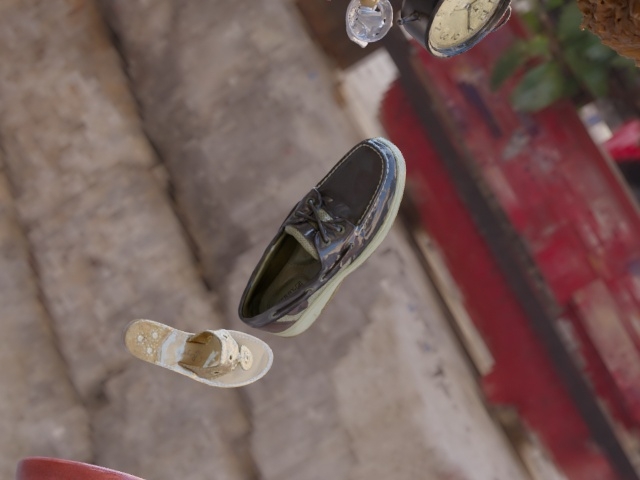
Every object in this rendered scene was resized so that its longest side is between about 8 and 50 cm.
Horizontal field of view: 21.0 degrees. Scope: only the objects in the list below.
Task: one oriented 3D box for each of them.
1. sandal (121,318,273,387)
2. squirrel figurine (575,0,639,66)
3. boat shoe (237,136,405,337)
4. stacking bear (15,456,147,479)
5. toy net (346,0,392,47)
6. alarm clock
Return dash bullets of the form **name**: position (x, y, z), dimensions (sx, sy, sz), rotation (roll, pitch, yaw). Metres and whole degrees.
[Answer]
- **sandal**: position (-0.170, 0.169, 2.527), dimensions (0.240, 0.088, 0.079), rotation (14, -1, -23)
- **squirrel figurine**: position (0.285, -0.238, 1.215), dimensions (0.397, 0.281, 0.370), rotation (21, -7, 42)
- **boat shoe**: position (-0.001, 0.000, 1.631), dimensions (0.080, 0.223, 0.073), rotation (43, 20, 25)
- **stacking bear**: position (-0.252, 0.368, 1.668), dimensions (0.164, 0.175, 0.289), rotation (58, 42, -67)
- **toy net**: position (0.049, -0.273, 1.839), dimensions (0.232, 0.045, 0.122), rotation (80, 32, -55)
- **alarm clock**: position (0.156, -0.261, 1.873), dimensions (0.064, 0.129, 0.192), rotation (47, 16, 30)
